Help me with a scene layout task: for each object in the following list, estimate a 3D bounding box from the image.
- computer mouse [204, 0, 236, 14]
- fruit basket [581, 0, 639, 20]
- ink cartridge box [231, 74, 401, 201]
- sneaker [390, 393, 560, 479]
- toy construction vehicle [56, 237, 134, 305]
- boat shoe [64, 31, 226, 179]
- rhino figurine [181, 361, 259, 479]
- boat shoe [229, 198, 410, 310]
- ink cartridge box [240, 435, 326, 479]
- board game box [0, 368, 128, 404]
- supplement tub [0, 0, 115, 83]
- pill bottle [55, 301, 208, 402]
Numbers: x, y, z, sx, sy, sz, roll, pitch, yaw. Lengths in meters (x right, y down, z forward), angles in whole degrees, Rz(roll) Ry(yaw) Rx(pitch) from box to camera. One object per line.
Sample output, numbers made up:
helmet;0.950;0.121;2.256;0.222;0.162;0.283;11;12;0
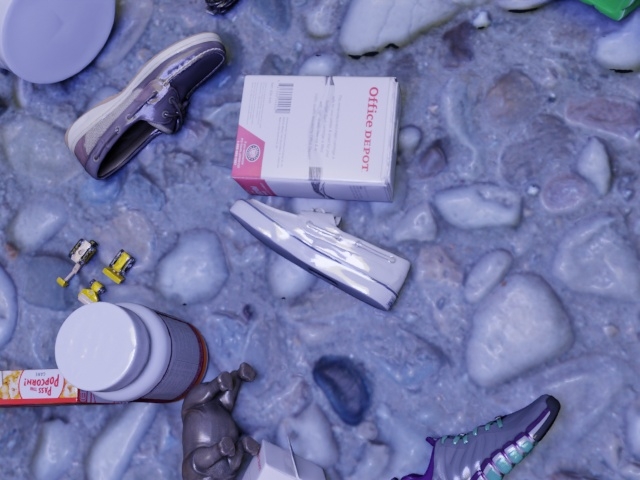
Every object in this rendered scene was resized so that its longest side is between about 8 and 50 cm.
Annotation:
computer mouse;-0.203;-0.494;1.116;0.272;0.072;0.188;37;83;4
fruit basket;0.427;-0.493;0.941;0.327;0.165;0.353;36;78;11
ink cartridge box;0.000;-0.143;0.974;0.217;0.092;0.159;4;77;13
sneaker;0.189;0.252;0.848;0.223;0.083;0.098;-45;68;-2
toy construction vehicle;-0.331;0.044;1.024;0.086;0.035;0.098;34;87;5
boat shoe;-0.248;-0.195;1.033;0.285;0.103;0.092;-35;78;5
rhino figurine;-0.133;0.273;0.862;0.106;0.073;0.243;-37;39;29
boat shoe;0.000;0.000;0.947;0.258;0.095;0.084;30;79;6
ink cartridge box;-0.055;0.322;0.847;0.090;0.092;0.143;28;90;-8
board game box;-0.378;0.199;0.932;0.193;0.147;0.045;-4;75;10
supplement tub;-0.498;-0.410;1.058;0.325;0.235;0.235;38;86;17
pill bottle;-0.233;0.144;0.878;0.121;0.221;0.121;-3;76;10
